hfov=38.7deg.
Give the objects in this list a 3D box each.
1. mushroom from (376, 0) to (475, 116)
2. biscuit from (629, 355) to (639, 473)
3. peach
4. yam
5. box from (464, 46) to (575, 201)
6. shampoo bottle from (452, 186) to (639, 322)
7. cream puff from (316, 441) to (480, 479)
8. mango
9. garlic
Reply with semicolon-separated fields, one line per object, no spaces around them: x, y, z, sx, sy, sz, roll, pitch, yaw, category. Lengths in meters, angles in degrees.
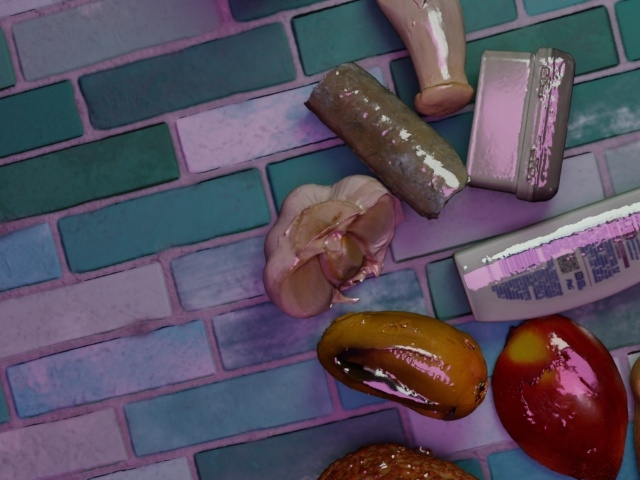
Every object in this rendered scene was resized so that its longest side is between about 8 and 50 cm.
0.150;-0.298;1.273;0.108;0.096;0.247;-15;82;-22;mushroom
0.598;0.289;1.302;0.287;0.057;0.344;-14;92;6;biscuit
0.358;0.243;1.315;0.189;0.068;0.279;-31;91;8;peach
0.098;-0.142;1.275;0.259;0.106;0.106;45;96;12;yam
0.276;-0.160;1.260;0.129;0.148;0.210;9;94;14;box
0.378;0.020;1.294;0.359;0.078;0.134;-19;95;5;shampoo bottle
0.104;0.451;1.248;0.350;0.228;0.351;-4;79;21;cream puff
0.115;0.173;1.294;0.248;0.151;0.156;10;135;12;mango
0.000;0.000;1.301;0.142;0.178;0.229;35;76;32;garlic
